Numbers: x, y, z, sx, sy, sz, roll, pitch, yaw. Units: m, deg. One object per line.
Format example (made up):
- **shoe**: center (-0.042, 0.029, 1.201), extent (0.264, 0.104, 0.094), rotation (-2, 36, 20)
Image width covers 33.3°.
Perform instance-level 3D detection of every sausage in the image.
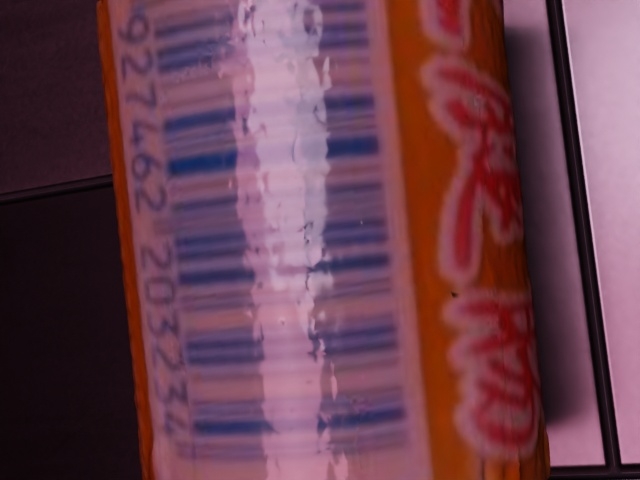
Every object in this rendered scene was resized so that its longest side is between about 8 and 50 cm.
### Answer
- **sausage**: center (0.000, 0.000, 0.605), extent (0.233, 0.233, 0.287), rotation (-7, 89, 25)
